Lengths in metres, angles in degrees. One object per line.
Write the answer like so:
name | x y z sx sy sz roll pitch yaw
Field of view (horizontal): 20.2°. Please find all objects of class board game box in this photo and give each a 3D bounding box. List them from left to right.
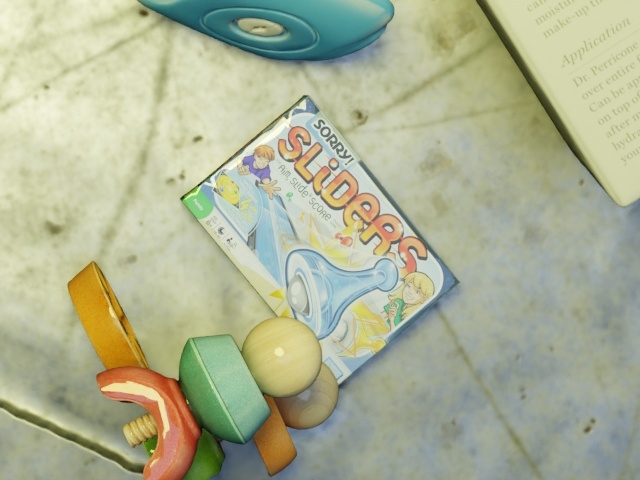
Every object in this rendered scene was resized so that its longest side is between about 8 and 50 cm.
board game box | 0.000 0.000 1.478 0.136 0.035 0.201 -41 99 -3

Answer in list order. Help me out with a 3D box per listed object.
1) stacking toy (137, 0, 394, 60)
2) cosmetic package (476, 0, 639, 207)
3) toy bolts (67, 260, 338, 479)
stacking toy | -0.025 -0.304 1.407 0.165 0.175 0.302 18 73 -37
cosmetic package | 0.185 -0.280 1.328 0.230 0.161 0.453 -33 107 5
toy bolts | -0.083 0.089 1.382 0.158 0.228 0.218 -26 90 -3
